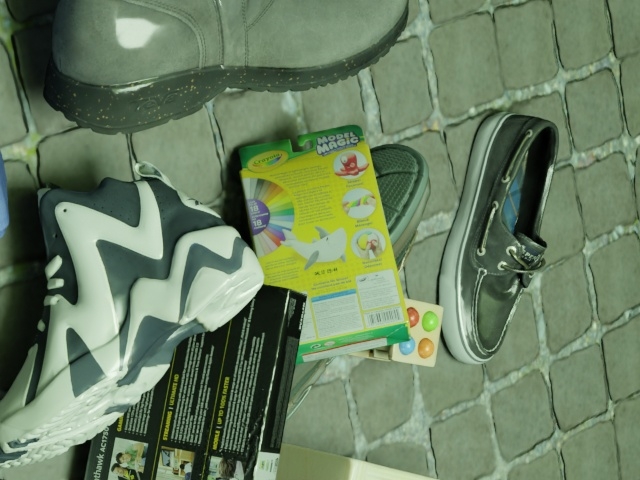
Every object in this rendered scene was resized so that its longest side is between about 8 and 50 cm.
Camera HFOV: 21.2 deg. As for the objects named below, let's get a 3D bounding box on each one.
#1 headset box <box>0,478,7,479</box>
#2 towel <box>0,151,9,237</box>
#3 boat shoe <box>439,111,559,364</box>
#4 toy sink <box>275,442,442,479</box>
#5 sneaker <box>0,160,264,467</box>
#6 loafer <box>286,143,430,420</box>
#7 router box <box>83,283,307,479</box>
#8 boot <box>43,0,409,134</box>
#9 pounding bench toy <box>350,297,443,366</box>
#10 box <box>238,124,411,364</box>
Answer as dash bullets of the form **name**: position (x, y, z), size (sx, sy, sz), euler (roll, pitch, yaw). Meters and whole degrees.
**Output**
- **headset box**: position (-0.313, 0.254, 1.007), size (0.283, 0.131, 0.246), euler (15, 82, -56)
- **towel**: position (-0.235, -0.172, 1.031), size (0.040, 0.243, 0.336), euler (-11, 101, -10)
- **boat shoe**: position (0.167, -0.002, 1.503), size (0.080, 0.076, 0.229), euler (22, 77, -41)
- **toy sink**: position (0.053, 0.260, 1.376), size (0.234, 0.131, 0.153), euler (21, 79, -42)
- **sneaker**: position (-0.172, 0.039, 1.194), size (0.235, 0.153, 0.094), euler (-41, 161, 7)
- **loafer**: position (0.000, 0.041, 1.358), size (0.267, 0.096, 0.084), euler (-52, 144, -20)
- **router box**: position (-0.091, 0.114, 1.231), size (0.046, 0.133, 0.179), euler (26, 73, -69)
- **boot**: position (-0.045, -0.217, 1.207), size (0.338, 0.118, 0.223), euler (-27, 139, -40)
- **pounding bench toy**: position (0.074, 0.077, 1.430), size (0.083, 0.065, 0.052), euler (13, 84, -43)
- **box**: position (0.000, 0.000, 1.299), size (0.043, 0.105, 0.179), euler (79, 0, -65)
